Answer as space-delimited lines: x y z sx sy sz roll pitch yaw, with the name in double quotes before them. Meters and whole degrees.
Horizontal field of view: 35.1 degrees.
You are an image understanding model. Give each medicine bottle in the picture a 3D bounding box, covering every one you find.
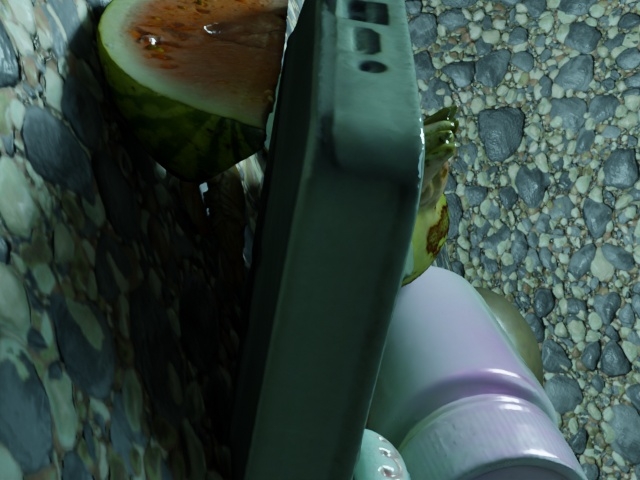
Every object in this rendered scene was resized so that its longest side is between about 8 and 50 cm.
"medicine bottle" 0.151 0.205 1.172 0.388 0.219 0.219 -115 180 -62

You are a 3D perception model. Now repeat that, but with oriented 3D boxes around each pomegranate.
"pomegranate" 0.067 -0.037 1.180 0.222 0.277 0.203 -17 98 -45

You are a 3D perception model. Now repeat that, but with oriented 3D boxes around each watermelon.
"watermelon" -0.115 -0.134 0.898 0.303 0.159 0.128 -89 -175 -56

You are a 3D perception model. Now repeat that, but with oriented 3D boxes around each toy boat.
"toy boat" 0.015 0.241 0.911 0.079 0.134 0.207 44 23 -14

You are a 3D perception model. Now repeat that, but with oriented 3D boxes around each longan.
"longan" 0.236 0.225 1.637 0.300 0.243 0.300 7 81 -56

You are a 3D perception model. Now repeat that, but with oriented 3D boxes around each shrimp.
"shrimp" -0.101 -0.032 0.986 0.095 0.045 0.162 12 66 -77

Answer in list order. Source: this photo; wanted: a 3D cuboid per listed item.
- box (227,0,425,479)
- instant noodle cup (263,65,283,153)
"box" -0.001 -0.001 0.864 0.396 0.111 0.396 -90 -171 -58
"instant noodle cup" -0.001 -0.169 1.347 0.182 0.182 0.144 70 21 -7
